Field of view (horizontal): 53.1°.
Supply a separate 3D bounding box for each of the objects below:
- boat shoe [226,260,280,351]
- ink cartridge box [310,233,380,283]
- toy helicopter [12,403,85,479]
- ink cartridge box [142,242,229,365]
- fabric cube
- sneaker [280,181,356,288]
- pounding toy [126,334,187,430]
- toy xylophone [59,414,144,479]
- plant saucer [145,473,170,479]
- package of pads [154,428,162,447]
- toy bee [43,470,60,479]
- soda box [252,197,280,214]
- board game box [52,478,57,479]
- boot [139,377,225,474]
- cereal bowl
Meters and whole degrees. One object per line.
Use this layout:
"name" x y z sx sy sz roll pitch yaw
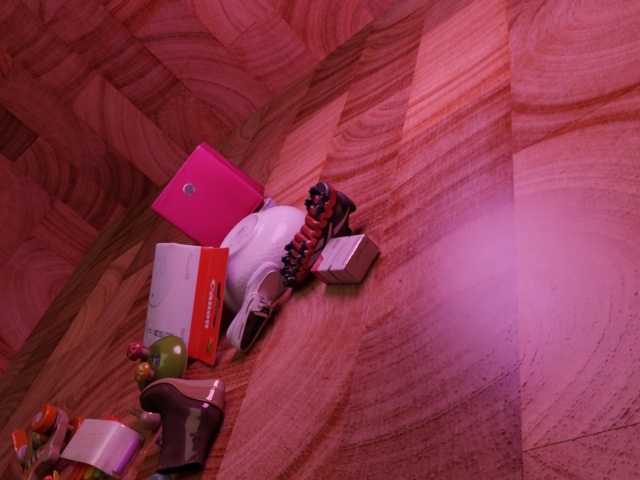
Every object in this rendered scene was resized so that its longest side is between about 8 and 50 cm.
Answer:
"boat shoe" -0.146 0.164 1.538 0.076 0.083 0.226 31 99 53
"ink cartridge box" 0.054 0.044 1.426 0.135 0.056 0.099 -6 46 57
"toy helicopter" -0.844 0.662 1.869 0.235 0.140 0.355 -19 47 36
"ink cartridge box" -0.375 0.163 1.746 0.385 0.091 0.308 -2 79 60
"fabric cube" -0.357 -0.137 2.079 0.254 0.258 0.259 -50 11 6
"sneaker" 0.000 0.000 1.545 0.097 0.135 0.276 42 112 55
"pounding toy" -0.447 0.344 1.633 0.183 0.110 0.237 7 74 51
"toy xylophone" -0.593 0.560 1.654 0.323 0.081 0.236 -8 44 56
"plant saucer" -0.369 0.548 1.371 0.119 0.021 0.119 -37 25 21
"package of pads" -0.348 0.444 1.492 0.050 0.032 0.083 -18 36 53
"toy bee" -0.599 0.590 1.434 0.162 0.298 0.195 -91 16 -64
"soda box" -0.199 -0.048 2.005 0.063 0.058 0.183 -9 42 55
"board game box" -0.558 0.648 1.286 0.317 0.213 0.046 -45 23 5
"boot" -0.330 0.408 1.405 0.248 0.090 0.207 -14 40 26
"cereal bowl" -0.173 0.031 1.731 0.339 0.141 0.339 -38 25 21
